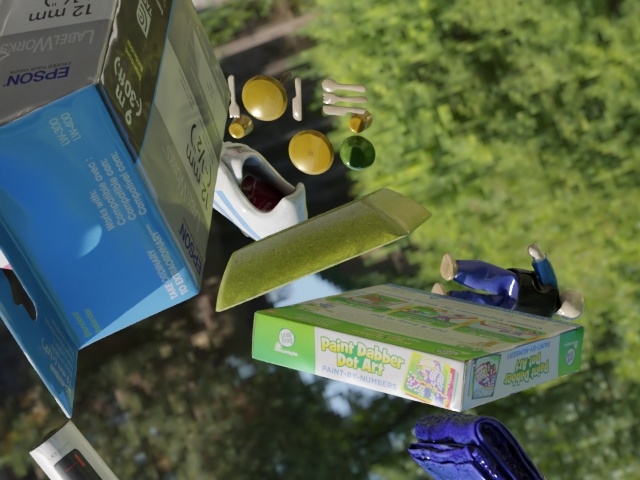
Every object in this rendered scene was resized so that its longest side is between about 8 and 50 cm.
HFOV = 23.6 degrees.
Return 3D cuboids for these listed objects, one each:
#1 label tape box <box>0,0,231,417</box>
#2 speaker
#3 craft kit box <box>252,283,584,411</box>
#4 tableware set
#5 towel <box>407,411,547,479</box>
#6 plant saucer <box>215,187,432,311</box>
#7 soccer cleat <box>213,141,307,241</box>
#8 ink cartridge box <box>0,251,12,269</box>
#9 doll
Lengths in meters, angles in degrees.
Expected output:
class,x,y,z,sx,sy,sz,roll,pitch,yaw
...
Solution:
class,x,y,z,sx,sy,sz,roll,pitch,yaw
label tape box,-0.171,-0.073,1.217,0.115,0.249,0.347,-8,-131,12
speaker,-0.242,0.254,1.600,0.055,0.136,0.055,-37,-176,3
craft kit box,0.102,0.103,1.563,0.250,0.060,0.247,11,-171,36
tableware set,-0.019,-0.118,1.547,0.154,0.104,0.024,5,-156,16
towel,0.224,0.320,1.960,0.076,0.227,0.308,-41,-178,-11
plant saucer,0.000,0.000,1.420,0.188,0.045,0.188,-22,-179,12
soccer cleat,-0.158,-0.113,2.310,0.116,0.331,0.143,-52,165,-34
ink cartridge box,-0.418,-0.060,1.814,0.092,0.158,0.218,-34,155,29
doll,0.230,0.062,1.812,0.189,0.129,0.046,13,-167,-19
